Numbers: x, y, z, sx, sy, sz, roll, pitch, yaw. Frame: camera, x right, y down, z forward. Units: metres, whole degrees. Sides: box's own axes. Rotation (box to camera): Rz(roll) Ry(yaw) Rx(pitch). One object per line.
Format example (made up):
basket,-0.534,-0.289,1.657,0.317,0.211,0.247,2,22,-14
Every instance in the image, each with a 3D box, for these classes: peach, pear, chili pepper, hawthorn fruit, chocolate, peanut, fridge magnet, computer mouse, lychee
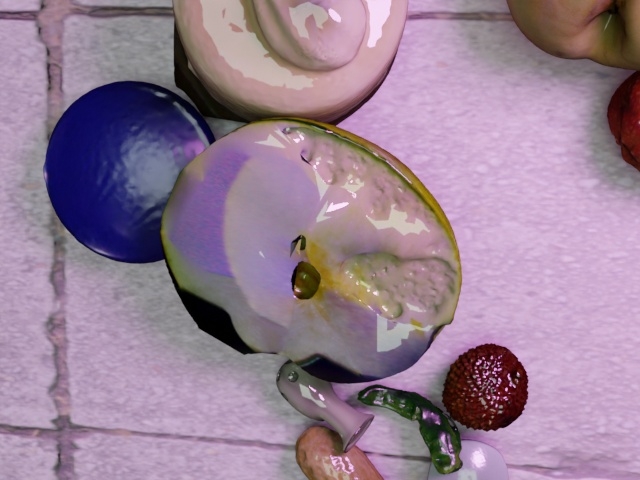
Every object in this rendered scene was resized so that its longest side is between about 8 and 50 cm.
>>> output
peach,0.371,-0.343,0.889,0.292,0.292,0.247,-18,139,10
pear,0.003,-0.004,1.013,0.399,0.165,0.398,8,121,14
chili pepper,0.142,0.265,1.098,0.182,0.050,0.073,37,74,25
hawthorn fruit,0.470,-0.156,0.956,0.179,0.173,0.173,-6,99,9
chocolate,-0.052,-0.303,0.931,0.326,0.297,0.314,12,96,6
peanut,0.043,0.380,1.129,0.108,0.095,0.226,-35,93,15
fridge magnet,-0.269,-0.098,1.079,0.265,0.112,0.265,1,100,6
computer mouse,0.217,0.407,1.125,0.128,0.079,0.230,3,103,9
lychee,0.234,0.214,1.068,0.129,0.123,0.123,-27,95,19

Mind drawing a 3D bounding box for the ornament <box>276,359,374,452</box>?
ornament,0.000,0.240,1.109,0.156,0.075,0.081,37,141,19
